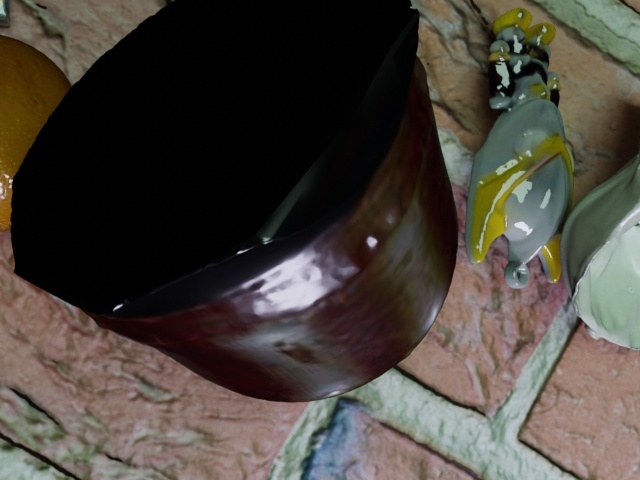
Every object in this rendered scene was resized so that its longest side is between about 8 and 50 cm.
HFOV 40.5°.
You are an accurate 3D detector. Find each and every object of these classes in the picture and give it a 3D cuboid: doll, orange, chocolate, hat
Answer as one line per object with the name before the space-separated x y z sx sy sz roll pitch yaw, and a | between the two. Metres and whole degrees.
doll | 0.233 -0.101 0.985 0.103 0.145 0.316 -3 75 24
orange | -0.328 -0.102 0.820 0.206 0.206 0.206 1 83 -12
chocolate | -0.035 -0.014 0.776 0.383 0.383 0.331 -48 130 -13
hat | 0.370 -0.038 0.995 0.258 0.168 0.301 36 51 -31

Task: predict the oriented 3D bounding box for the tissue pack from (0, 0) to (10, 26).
tissue pack | -0.369 -0.258 0.906 0.083 0.035 0.063 -1 84 -10
